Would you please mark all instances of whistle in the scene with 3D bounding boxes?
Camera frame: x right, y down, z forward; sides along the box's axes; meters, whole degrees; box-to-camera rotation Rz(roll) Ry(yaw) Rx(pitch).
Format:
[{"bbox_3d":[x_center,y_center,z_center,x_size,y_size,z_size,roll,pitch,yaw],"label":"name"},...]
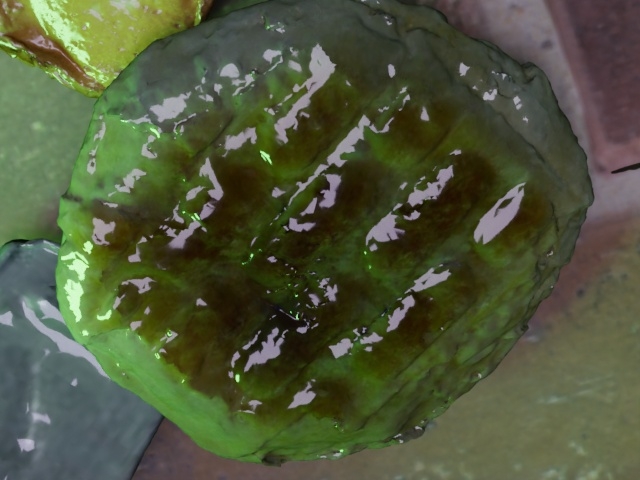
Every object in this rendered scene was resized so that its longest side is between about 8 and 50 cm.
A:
[{"bbox_3d":[-0.236,0.192,1.047,0.168,0.188,0.405,35,106,-8],"label":"whistle"}]

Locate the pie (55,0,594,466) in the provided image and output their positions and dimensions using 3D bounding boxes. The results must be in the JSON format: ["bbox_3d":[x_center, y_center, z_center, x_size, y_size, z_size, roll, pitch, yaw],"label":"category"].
[{"bbox_3d":[0.000,0.000,1.003,0.306,0.071,0.306,-4,112,-11],"label":"pie"}]

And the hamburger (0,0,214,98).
[{"bbox_3d":[-0.122,-0.155,0.988,0.138,0.083,0.147,21,109,-8],"label":"hamburger"}]
